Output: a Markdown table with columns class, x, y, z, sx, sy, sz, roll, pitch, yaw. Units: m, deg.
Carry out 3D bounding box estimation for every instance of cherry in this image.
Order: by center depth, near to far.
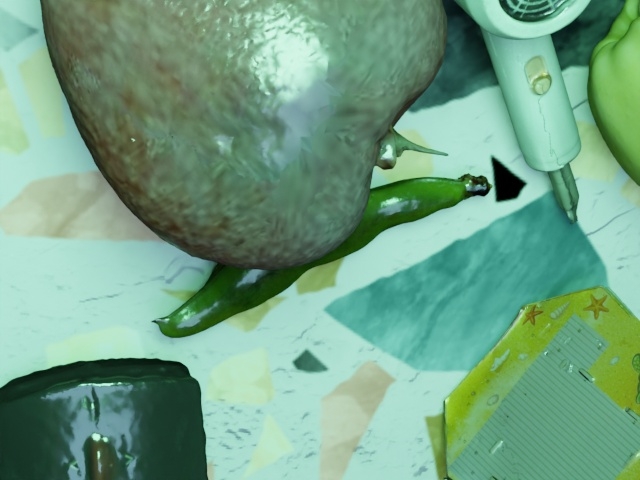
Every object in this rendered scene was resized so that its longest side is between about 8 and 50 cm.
| class | x | y | z | sx | sy | sz | roll | pitch | yaw |
| --- | --- | --- | --- | --- | --- | --- | --- | --- | --- |
| cherry | -0.054 | -0.119 | 1.009 | 0.307 | 0.221 | 0.261 | 26 | 95 | -12 |

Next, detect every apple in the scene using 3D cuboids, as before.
| class | x | y | z | sx | sy | sz | roll | pitch | yaw |
| --- | --- | --- | --- | --- | --- | --- | --- | --- | --- |
| apple | 0.304 | -0.114 | 1.138 | 0.200 | 0.200 | 0.200 | -6 | 114 | -14 |

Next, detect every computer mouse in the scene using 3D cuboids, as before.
| class | x | y | z | sx | sy | sz | roll | pitch | yaw |
| --- | --- | --- | --- | --- | --- | --- | --- | --- | --- |
| computer mouse | -0.175 | 0.227 | 1.187 | 0.170 | 0.100 | 0.269 | -8 | 115 | -16 |

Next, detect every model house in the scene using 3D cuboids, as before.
| class | x | y | z | sx | sy | sz | roll | pitch | yaw |
| --- | --- | --- | --- | --- | --- | --- | --- | --- | --- |
| model house | 0.240 | 0.167 | 1.283 | 0.219 | 0.207 | 0.136 | -54 | 149 | 6 |

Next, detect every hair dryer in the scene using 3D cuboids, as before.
| class | x | y | z | sx | sy | sz | roll | pitch | yaw |
| --- | --- | --- | --- | --- | --- | --- | --- | --- | --- |
| hair dryer | 0.163 | -0.134 | 1.113 | 0.107 | 0.173 | 0.357 | -28 | 131 | -1 |

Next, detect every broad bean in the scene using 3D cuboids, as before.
| class | x | y | z | sx | sy | sz | roll | pitch | yaw |
| --- | --- | --- | --- | --- | --- | --- | --- | --- | --- |
| broad bean | -0.001 | -0.001 | 1.171 | 0.297 | 0.043 | 0.060 | -26 | 127 | -6 |
